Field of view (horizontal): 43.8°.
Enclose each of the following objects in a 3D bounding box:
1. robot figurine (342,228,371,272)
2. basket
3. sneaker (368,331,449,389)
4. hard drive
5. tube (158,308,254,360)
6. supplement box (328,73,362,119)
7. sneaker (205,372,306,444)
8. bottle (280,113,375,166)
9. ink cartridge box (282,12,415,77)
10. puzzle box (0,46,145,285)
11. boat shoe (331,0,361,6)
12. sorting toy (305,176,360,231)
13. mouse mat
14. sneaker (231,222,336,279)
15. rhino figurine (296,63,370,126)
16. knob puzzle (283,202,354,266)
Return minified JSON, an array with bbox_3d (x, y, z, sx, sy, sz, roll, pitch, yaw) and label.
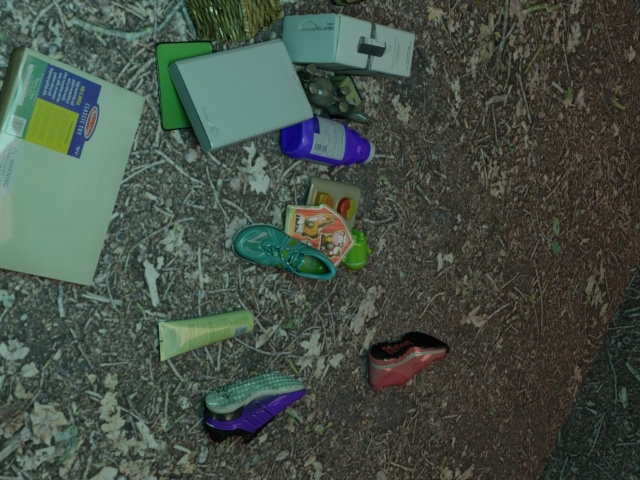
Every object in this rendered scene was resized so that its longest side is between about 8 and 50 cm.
[{"bbox_3d":[0.092,0.029,2.138,0.101,0.067,0.115,-21,120,-33],"label":"robot figurine"},{"bbox_3d":[-0.169,-0.594,1.664,0.223,0.214,0.299,-41,126,-31],"label":"basket"},{"bbox_3d":[0.259,0.369,2.418,0.314,0.116,0.136,-7,115,-37],"label":"sneaker"},{"bbox_3d":[-0.171,-0.332,1.791,0.308,0.040,0.202,-25,93,-40],"label":"hard drive"},{"bbox_3d":[-0.271,0.211,1.868,0.240,0.062,0.070,-11,64,-38],"label":"tube"},{"bbox_3d":[0.051,-0.371,2.052,0.083,0.056,0.083,-51,131,-25],"label":"supplement box"},{"bbox_3d":[-0.166,0.430,1.999,0.294,0.102,0.146,-8,109,-39],"label":"sneaker"},{"bbox_3d":[0.025,-0.249,2.025,0.283,0.092,0.118,6,83,-46],"label":"bottle"},{"bbox_3d":[0.065,-0.472,1.941,0.273,0.197,0.114,0,99,-44],"label":"ink cartridge box"},{"bbox_3d":[-0.514,-0.133,1.540,0.272,0.052,0.408,19,85,-46],"label":"puzzle box"},{"bbox_3d":[0.160,-0.686,2.042,0.324,0.120,0.122,-41,126,-31],"label":"boat shoe"},{"bbox_3d":[0.028,-0.055,2.116,0.193,0.038,0.208,7,94,-46],"label":"sorting toy"},{"bbox_3d":[-0.292,-0.341,1.748,0.153,0.007,0.189,-15,109,-43],"label":"mouse mat"},{"bbox_3d":[-0.082,0.031,1.945,0.276,0.110,0.106,17,95,-24],"label":"sneaker"},{"bbox_3d":[0.032,-0.345,1.948,0.243,0.106,0.073,30,82,-28],"label":"rhino figurine"},{"bbox_3d":[0.000,0.000,2.048,0.213,0.030,0.213,-3,100,-19],"label":"knob puzzle"}]
